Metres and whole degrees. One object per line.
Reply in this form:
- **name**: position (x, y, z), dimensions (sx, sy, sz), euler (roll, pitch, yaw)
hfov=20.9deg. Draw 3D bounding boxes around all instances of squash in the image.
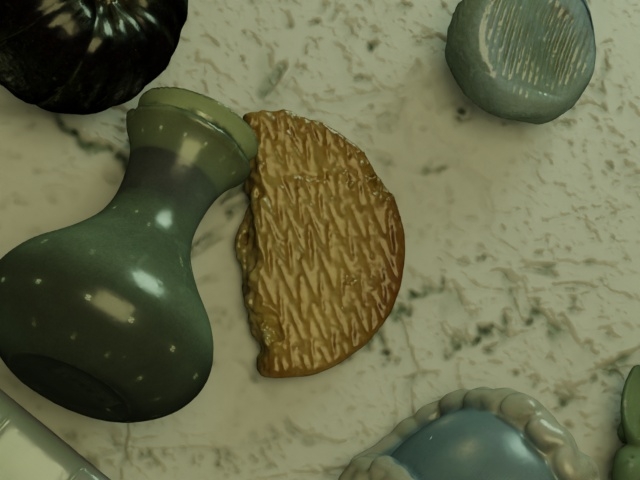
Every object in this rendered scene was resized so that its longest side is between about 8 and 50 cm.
- **squash**: position (-0.195, -0.198, 1.376), dimensions (0.193, 0.156, 0.193), euler (-5, 105, -19)

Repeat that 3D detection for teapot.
- **teapot**: position (-0.143, 0.007, 1.348), dimensions (0.183, 0.183, 0.251), euler (27, 64, -8)

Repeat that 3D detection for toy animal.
- **toy animal**: position (0.124, 0.231, 1.378), dimensions (0.204, 0.156, 0.208), euler (-31, 85, -22)

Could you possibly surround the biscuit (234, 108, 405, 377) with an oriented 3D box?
- **biscuit**: position (0.000, 0.000, 1.450), dimensions (0.144, 0.033, 0.224), euler (-4, 81, -18)

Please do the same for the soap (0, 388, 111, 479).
- **soap**: position (-0.213, 0.268, 1.280), dimensions (0.347, 0.115, 0.208), euler (39, 74, 3)

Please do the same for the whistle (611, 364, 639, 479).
- **whistle**: position (0.304, 0.156, 1.469), dimensions (0.092, 0.110, 0.244), euler (29, 71, -41)

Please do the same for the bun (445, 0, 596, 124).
- **bun**: position (0.171, -0.169, 1.503), dimensions (0.140, 0.083, 0.141), euler (2, 86, -22)
